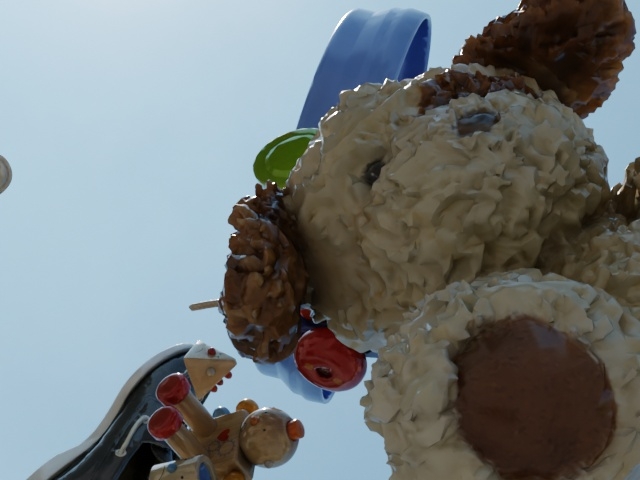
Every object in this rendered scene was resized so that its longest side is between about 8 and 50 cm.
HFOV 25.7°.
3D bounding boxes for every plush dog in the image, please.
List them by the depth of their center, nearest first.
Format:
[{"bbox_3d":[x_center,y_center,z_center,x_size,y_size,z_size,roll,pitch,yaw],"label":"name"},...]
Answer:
[{"bbox_3d":[0.087,0.010,0.563,0.225,0.262,0.210,42,-23,30],"label":"plush dog"}]

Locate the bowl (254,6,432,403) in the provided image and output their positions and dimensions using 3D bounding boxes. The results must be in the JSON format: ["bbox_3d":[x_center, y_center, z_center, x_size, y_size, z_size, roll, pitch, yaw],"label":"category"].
[{"bbox_3d":[0.022,-0.038,1.358,0.077,0.391,0.391,15,-75,8],"label":"bowl"}]

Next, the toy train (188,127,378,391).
[{"bbox_3d":[0.000,0.000,0.765,0.248,0.105,0.143,1,-44,30],"label":"toy train"}]

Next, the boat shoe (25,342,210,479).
[{"bbox_3d":[-0.189,0.222,1.428,0.091,0.302,0.114,21,-41,27],"label":"boat shoe"}]

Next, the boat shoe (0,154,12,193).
[{"bbox_3d":[-0.296,-0.030,1.074,0.038,0.125,0.046,-1,-59,52],"label":"boat shoe"}]

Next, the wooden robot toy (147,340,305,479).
[{"bbox_3d":[-0.051,0.119,0.818,0.079,0.173,0.076,-15,-51,19],"label":"wooden robot toy"}]
